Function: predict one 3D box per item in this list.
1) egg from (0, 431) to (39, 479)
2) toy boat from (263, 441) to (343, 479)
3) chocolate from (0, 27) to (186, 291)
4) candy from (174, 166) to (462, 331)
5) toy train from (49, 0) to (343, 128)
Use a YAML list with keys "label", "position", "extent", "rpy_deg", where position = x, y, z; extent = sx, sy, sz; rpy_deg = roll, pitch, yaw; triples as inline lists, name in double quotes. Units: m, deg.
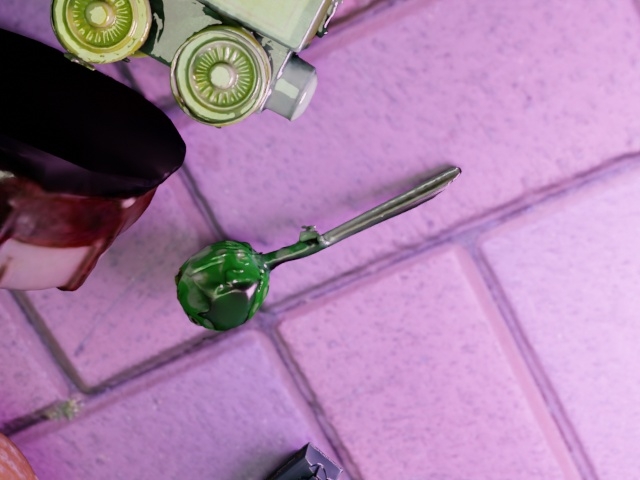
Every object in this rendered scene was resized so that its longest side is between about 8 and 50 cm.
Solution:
- label: "egg"
  position: [-0.411, 0.311, 1.066]
  extent: [0.203, 0.203, 0.245]
  rpy_deg: [-8, 101, 9]
- label: "toy boat"
  position: [-0.039, 0.289, 1.088]
  extent: [0.055, 0.060, 0.141]
  rpy_deg: [41, 115, -8]
- label: "chocolate"
  position: [-0.283, -0.061, 0.887]
  extent: [0.283, 0.283, 0.186]
  rpy_deg: [27, 110, -3]
- label: "candy"
  position: [-0.001, -0.002, 0.982]
  extent: [0.323, 0.097, 0.097]
  rpy_deg: [-25, 105, 5]
- label: "toy train"
  position: [-0.113, -0.222, 0.869]
  extent: [0.271, 0.159, 0.188]
  rpy_deg: [29, 103, -3]
